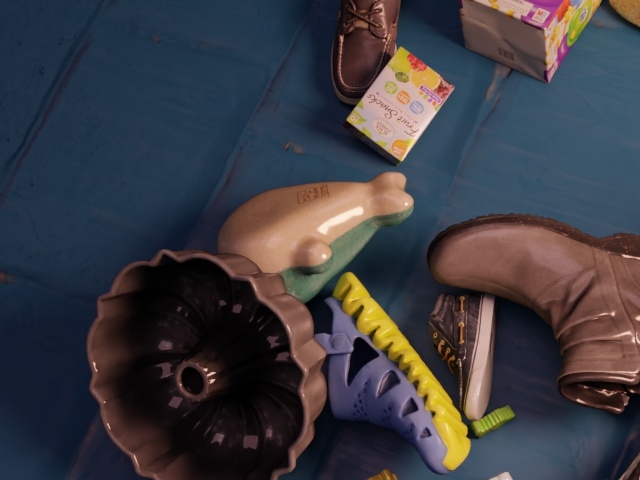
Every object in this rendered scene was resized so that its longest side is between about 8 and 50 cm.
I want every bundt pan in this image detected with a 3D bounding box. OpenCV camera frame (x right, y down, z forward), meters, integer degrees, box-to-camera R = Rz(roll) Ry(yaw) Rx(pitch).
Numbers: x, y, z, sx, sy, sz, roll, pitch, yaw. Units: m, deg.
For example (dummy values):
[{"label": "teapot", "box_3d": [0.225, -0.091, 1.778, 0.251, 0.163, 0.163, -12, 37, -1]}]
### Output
[{"label": "bundt pan", "box_3d": [-0.129, 0.161, 1.454, 0.331, 0.124, 0.331, 6, 103, 28]}]

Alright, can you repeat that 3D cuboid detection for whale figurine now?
[{"label": "whale figurine", "box_3d": [0.000, 0.000, 1.546, 0.272, 0.141, 0.216, -20, 26, 4]}]

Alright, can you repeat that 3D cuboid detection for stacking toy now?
[{"label": "stacking toy", "box_3d": [0.178, 0.321, 1.409, 0.221, 0.052, 0.167, -29, 62, -2]}]

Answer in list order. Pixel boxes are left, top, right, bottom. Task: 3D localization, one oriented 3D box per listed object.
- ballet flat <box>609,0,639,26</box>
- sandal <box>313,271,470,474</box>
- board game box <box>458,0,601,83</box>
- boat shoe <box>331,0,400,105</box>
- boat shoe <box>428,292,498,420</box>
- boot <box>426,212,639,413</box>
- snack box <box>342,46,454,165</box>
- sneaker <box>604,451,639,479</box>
[{"label": "ballet flat", "box_3d": [0.566, -0.321, 1.588, 0.348, 0.123, 0.123, 27, 74, 23]}, {"label": "sandal", "box_3d": [0.071, 0.185, 1.452, 0.138, 0.126, 0.317, -38, 44, -1]}, {"label": "board game box", "box_3d": [0.333, -0.393, 1.660, 0.144, 0.142, 0.275, 28, 74, 23]}, {"label": "boat shoe", "box_3d": [0.071, -0.341, 1.724, 0.103, 0.092, 0.285, 9, 69, 15]}, {"label": "boat shoe", "box_3d": [0.179, 0.147, 1.483, 0.083, 0.065, 0.183, 1, 53, 18]}, {"label": "boot", "box_3d": [0.295, 0.091, 1.409, 0.338, 0.118, 0.223, 3, 53, 6]}, {"label": "snack box", "box_3d": [0.113, -0.193, 1.655, 0.100, 0.037, 0.141, 37, 76, -1]}, {"label": "sneaker", "box_3d": [0.346, 0.321, 1.308, 0.146, 0.122, 0.330, -18, 24, 41]}]
